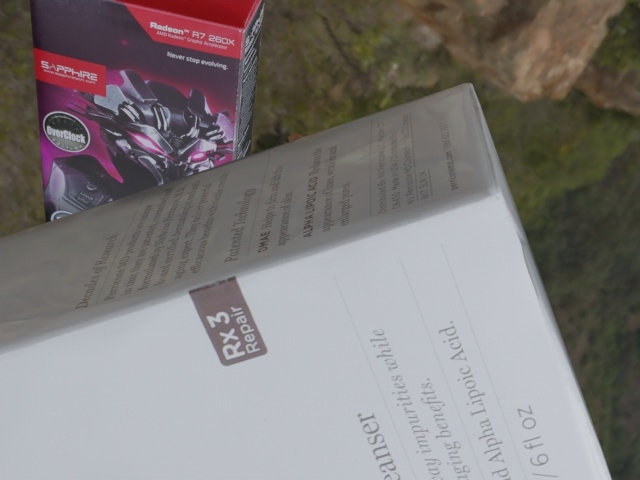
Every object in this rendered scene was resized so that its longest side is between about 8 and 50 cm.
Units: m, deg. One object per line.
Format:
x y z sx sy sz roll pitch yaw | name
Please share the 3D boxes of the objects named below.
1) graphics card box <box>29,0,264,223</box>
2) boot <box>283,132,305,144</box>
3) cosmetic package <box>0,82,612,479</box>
-0.193 -0.134 1.321 0.371 0.233 0.094 100 5 -46 | graphics card box
0.000 0.000 0.767 0.042 0.118 0.087 -29 165 -47 | boot
-0.069 0.093 0.593 0.385 0.217 0.156 -20 -158 10 | cosmetic package
